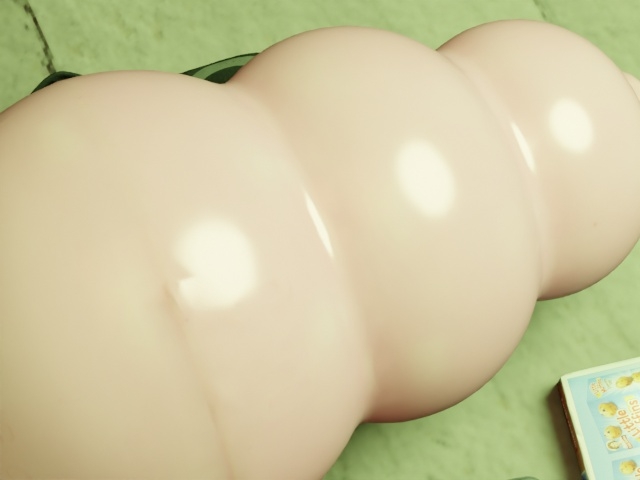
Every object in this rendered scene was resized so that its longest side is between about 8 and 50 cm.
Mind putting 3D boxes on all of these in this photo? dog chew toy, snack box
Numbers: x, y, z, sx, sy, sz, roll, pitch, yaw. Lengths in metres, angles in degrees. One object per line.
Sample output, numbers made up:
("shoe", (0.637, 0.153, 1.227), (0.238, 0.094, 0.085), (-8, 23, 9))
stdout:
("dog chew toy", (0.000, 0.000, 0.596), (0.332, 0.206, 0.206), (-22, 72, -15))
("snack box", (0.163, 0.141, 0.624), (0.064, 0.022, 0.178), (-13, 72, 1))

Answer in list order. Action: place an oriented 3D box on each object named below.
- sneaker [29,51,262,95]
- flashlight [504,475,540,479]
("sneaker", (-0.099, -0.049, 0.673), (0.188, 0.078, 0.067), (-16, 70, -3))
("flashlight", (-0.039, 0.187, 0.590), (0.304, 0.103, 0.103), (-16, 57, 3))
